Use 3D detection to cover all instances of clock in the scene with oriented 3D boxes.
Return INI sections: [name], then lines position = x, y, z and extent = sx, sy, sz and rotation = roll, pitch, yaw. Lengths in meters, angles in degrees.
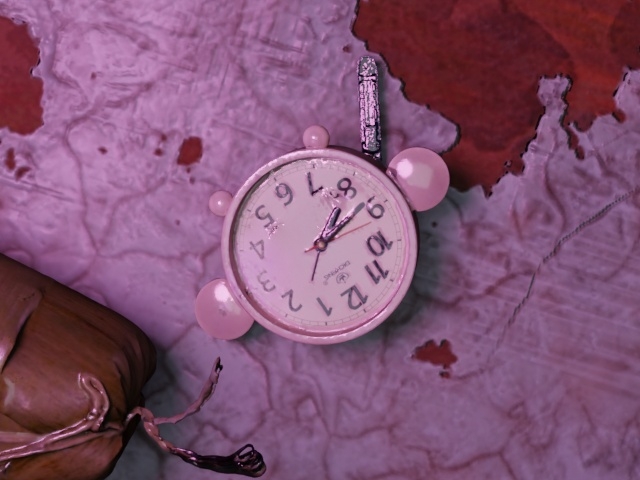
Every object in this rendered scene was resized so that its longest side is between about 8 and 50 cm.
[clock]
position = 0.000, 0.000, 1.034
extent = 0.229, 0.063, 0.156
rotation = -35, 91, 8

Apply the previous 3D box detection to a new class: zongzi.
[zongzi]
position = -0.295, 0.169, 1.014
extent = 0.447, 0.181, 0.418
rotation = 25, 109, -3

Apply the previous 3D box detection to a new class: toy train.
[toy train]
position = 0.039, -0.104, 1.051
extent = 0.017, 0.017, 0.083
rotation = -2, 93, 9
